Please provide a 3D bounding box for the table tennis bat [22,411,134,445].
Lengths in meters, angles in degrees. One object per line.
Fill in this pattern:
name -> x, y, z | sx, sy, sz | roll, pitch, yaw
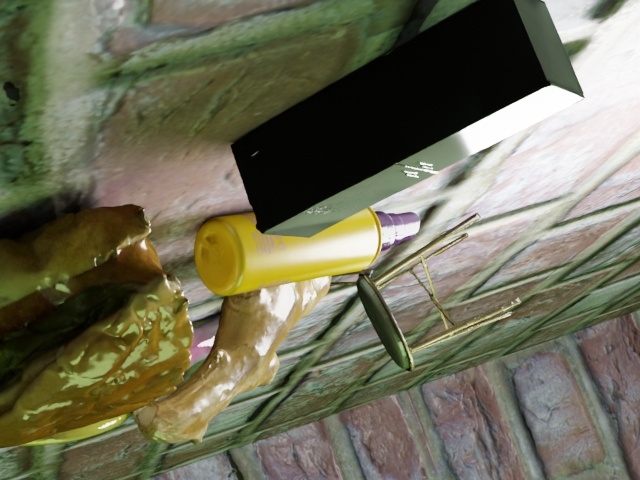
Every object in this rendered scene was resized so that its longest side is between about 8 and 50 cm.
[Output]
table tennis bat -> -0.338, 0.164, 1.315 | 0.224, 0.054, 0.369 | 19, -160, 32

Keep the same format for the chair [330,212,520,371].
chair -> 0.080, 0.095, 1.759 | 0.326, 0.170, 0.160 | -26, 170, -5

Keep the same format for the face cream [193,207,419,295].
face cream -> 0.000, 0.000, 1.384 | 0.273, 0.078, 0.078 | -9, 163, -41

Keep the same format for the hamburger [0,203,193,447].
hamburger -> -0.255, 0.094, 1.191 | 0.209, 0.162, 0.330 | -17, 172, -24

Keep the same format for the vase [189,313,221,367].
vase -> -0.195, 0.144, 1.700 | 0.214, 0.086, 0.086 | -16, 168, -37

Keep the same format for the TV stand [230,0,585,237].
TV stand -> 0.063, -0.093, 1.067 | 0.270, 0.088, 0.083 | -28, 166, 28

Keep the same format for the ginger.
ginger -> -0.080, 0.097, 1.441 | 0.333, 0.081, 0.148 | -56, 156, -36
